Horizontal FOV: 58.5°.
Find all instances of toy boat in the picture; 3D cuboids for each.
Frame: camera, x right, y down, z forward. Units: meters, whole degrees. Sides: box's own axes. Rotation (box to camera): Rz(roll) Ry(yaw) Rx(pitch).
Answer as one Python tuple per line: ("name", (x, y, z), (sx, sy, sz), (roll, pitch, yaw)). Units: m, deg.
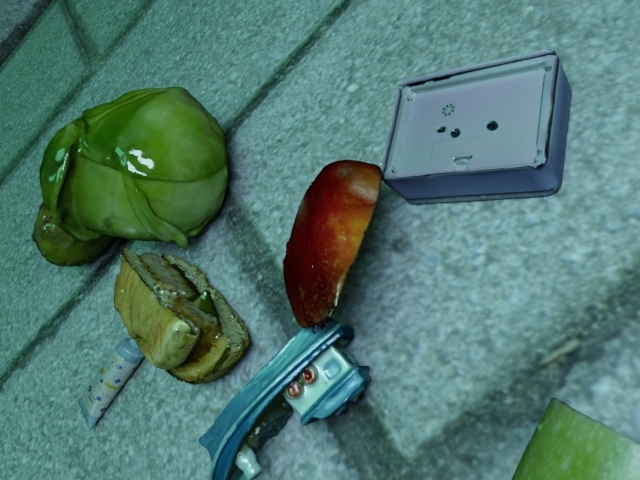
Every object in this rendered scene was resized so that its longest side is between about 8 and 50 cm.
("toy boat", (-0.040, 0.192, 0.642), (0.238, 0.109, 0.098), (-46, 72, 3))

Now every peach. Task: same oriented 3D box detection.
("peach", (-0.003, -0.002, 0.641), (0.279, 0.068, 0.189), (-80, 17, -65))

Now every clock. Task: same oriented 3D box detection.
("clock", (0.173, -0.124, 0.651), (0.193, 0.073, 0.144), (0, 67, 38))

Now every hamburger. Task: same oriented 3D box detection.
("hamburger", (-0.201, 0.113, 0.806), (0.262, 0.124, 0.131), (34, 109, 48))

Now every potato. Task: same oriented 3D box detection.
("potato", (-0.419, -0.086, 1.060), (0.176, 0.141, 0.298), (23, 83, 37))

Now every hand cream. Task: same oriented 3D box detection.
("hand cream", (-0.325, 0.212, 0.893), (0.170, 0.043, 0.065), (-51, 49, 8))

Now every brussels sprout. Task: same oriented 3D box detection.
("brussels sprout", (-0.277, -0.107, 0.893), (0.259, 0.227, 0.294), (16, 49, 20))

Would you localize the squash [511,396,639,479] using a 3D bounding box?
("squash", (0.164, 0.319, 0.294), (0.263, 0.263, 0.384), (24, 83, 43))
